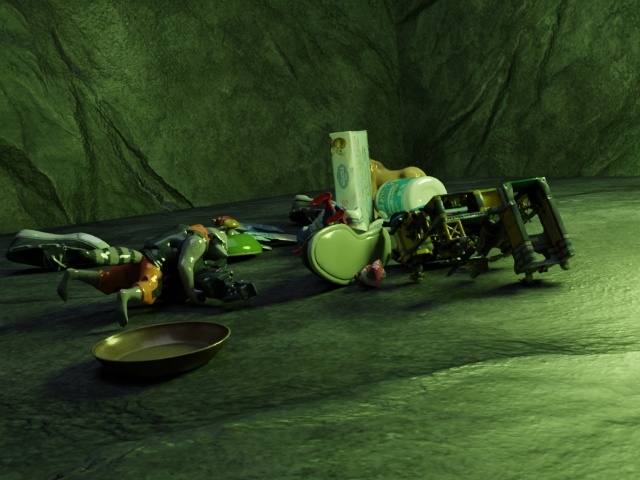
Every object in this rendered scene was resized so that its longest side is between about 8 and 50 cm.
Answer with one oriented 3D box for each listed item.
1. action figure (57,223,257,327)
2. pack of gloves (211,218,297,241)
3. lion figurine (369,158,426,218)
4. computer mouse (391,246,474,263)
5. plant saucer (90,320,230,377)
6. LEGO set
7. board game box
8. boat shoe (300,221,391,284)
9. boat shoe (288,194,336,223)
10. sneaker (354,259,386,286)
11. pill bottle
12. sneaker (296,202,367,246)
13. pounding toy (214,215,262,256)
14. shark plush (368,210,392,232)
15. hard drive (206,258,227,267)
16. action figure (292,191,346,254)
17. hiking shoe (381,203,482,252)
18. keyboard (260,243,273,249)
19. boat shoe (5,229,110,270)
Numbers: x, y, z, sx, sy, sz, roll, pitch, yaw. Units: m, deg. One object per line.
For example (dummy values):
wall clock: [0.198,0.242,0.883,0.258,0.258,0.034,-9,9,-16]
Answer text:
action figure: [-0.290,0.049,1.367,0.341,0.178,0.330,-1,18,40]
pack of gloves: [-0.189,-0.011,2.100,0.232,0.046,0.195,5,13,-31]
lion figurine: [0.255,-0.196,2.468,0.392,0.240,0.142,0,9,26]
computer mouse: [0.271,0.006,1.694,0.188,0.072,0.272,-2,21,10]
plant saucer: [-0.228,0.159,1.019,0.198,0.036,0.198,-6,8,1]
LEGO set: [0.318,0.021,1.353,0.331,0.192,0.255,-6,-22,-26]
board game box: [0.102,-0.169,2.110,0.066,0.319,0.318,-5,7,13]
boat shoe: [0.034,0.022,1.498,0.113,0.127,0.340,-2,7,30]
boat shoe: [-0.010,-0.096,2.464,0.109,0.091,0.305,34,-12,-32]
sneaker: [0.092,0.073,1.423,0.057,0.047,0.119,-18,-1,22]
pill bottle: [0.268,-0.122,2.192,0.146,0.146,0.264,-9,5,-24]
sneaker: [0.033,-0.038,1.904,0.112,0.131,0.296,-13,10,-34]
pounding toy: [-0.270,-0.011,1.873,0.183,0.110,0.237,-5,1,40]
shark plush: [0.226,-0.030,2.104,0.161,0.073,0.067,16,30,1]
hard drive: [-0.288,0.068,1.733,0.094,0.022,0.135,-5,8,1]
action figure: [0.000,0.000,1.664,0.139,0.091,0.280,-34,-22,-5]
hiking shoe: [0.299,-0.049,1.559,0.304,0.113,0.132,-6,28,-16]
keyboard: [-0.222,0.018,2.058,0.100,0.038,0.192,17,-4,-29]
boat shoe: [-0.741,0.040,1.978,0.301,0.108,0.102,8,43,8]
